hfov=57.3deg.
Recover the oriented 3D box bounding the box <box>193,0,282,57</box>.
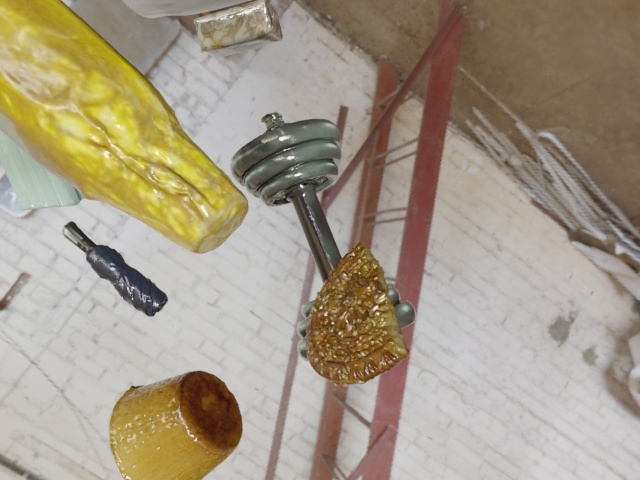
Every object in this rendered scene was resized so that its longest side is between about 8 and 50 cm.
[{"bbox_3d":[-0.100,-0.261,0.724,0.098,0.044,0.062,-10,-173,13],"label":"box"}]

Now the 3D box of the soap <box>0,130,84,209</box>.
[{"bbox_3d":[-0.437,-0.149,0.899,0.119,0.066,0.197,-3,116,23],"label":"soap"}]

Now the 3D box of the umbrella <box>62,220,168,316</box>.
[{"bbox_3d":[-0.393,0.054,1.091,0.248,0.071,0.071,37,169,2],"label":"umbrella"}]

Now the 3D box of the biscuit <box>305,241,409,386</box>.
[{"bbox_3d":[0.028,0.086,0.648,0.025,0.126,0.206,39,-162,-26],"label":"biscuit"}]

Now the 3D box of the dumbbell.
[{"bbox_3d":[0.000,0.000,0.850,0.179,0.179,0.405,119,131,-79],"label":"dumbbell"}]

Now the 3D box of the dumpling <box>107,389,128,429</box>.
[{"bbox_3d":[-0.428,0.398,1.314,0.134,0.100,0.169,46,142,42],"label":"dumpling"}]

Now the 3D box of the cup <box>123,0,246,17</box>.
[{"bbox_3d":[-0.205,-0.567,1.090,0.372,0.253,0.253,-6,150,23],"label":"cup"}]

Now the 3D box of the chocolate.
[{"bbox_3d":[-0.260,-0.153,0.609,0.445,0.162,0.162,40,170,10],"label":"chocolate"}]

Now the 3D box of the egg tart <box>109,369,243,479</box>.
[{"bbox_3d":[-0.229,0.305,0.973,0.202,0.147,0.202,45,-158,-24],"label":"egg tart"}]
